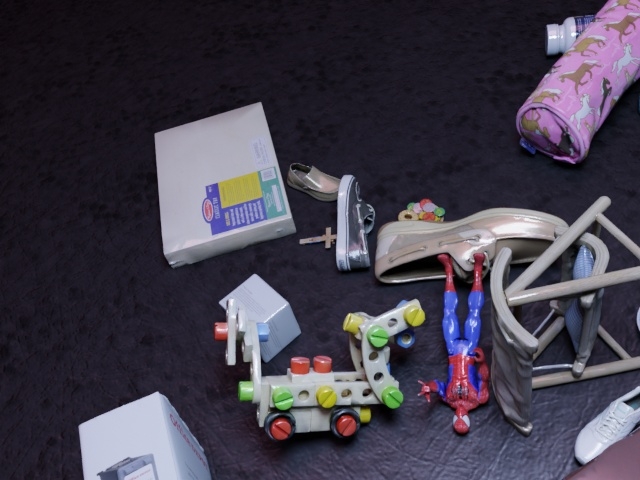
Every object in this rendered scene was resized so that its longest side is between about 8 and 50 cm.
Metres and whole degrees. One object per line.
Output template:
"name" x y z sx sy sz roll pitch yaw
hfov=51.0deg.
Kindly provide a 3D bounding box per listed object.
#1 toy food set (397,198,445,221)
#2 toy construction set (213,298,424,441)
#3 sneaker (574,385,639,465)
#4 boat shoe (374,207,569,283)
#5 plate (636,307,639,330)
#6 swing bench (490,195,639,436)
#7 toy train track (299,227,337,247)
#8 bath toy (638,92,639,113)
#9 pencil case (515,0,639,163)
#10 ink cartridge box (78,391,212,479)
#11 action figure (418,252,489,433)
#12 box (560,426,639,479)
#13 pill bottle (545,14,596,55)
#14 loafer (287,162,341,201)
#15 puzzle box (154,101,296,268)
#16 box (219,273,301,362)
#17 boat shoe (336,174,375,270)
"toy food set" 0.201 -0.047 1.324 0.083 0.020 0.082 29 61 33
"toy construction set" -0.007 0.188 1.038 0.327 0.215 0.151 4 8 -1
"sneaker" 0.422 0.263 0.971 0.152 0.061 0.053 -38 53 -17
"boat shoe" 0.264 0.026 1.188 0.341 0.122 0.110 -6 52 23
"plate" 0.594 0.119 1.043 0.188 0.024 0.188 -24 24 11
"swing bench" 0.353 0.115 0.987 0.254 0.253 0.165 -25 48 -9
"toy train track" 0.000 0.000 1.339 0.083 0.014 0.048 -8 55 15
"bath toy" 0.824 -0.322 1.337 0.348 0.129 0.151 -18 47 -2
"pencil case" 0.557 -0.329 1.359 0.160 0.167 0.386 36 72 14
"ink cartridge box" -0.208 0.399 0.898 0.131 0.226 0.306 -22 47 -7
"action figure" 0.210 0.152 1.032 0.091 0.139 0.280 -4 74 21
"box" 0.395 0.352 0.803 0.168 0.203 0.167 -28 49 -10
"pill bottle" 0.606 -0.466 1.539 0.169 0.094 0.094 -2 49 12
"loafer" -0.013 -0.125 1.425 0.148 0.050 0.056 17 56 26
"puzzle box" -0.223 -0.135 1.486 0.272 0.052 0.409 -16 48 0
"box" -0.106 0.137 1.185 0.087 0.102 0.101 -40 52 -17
"boat shoe" 0.072 -0.037 1.315 0.070 0.078 0.219 -5 57 11
